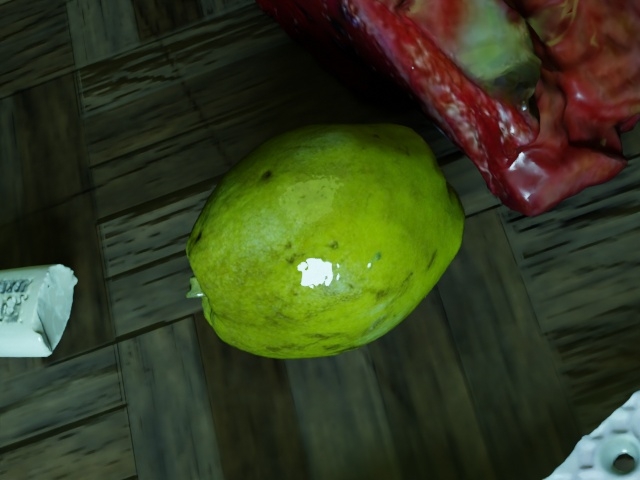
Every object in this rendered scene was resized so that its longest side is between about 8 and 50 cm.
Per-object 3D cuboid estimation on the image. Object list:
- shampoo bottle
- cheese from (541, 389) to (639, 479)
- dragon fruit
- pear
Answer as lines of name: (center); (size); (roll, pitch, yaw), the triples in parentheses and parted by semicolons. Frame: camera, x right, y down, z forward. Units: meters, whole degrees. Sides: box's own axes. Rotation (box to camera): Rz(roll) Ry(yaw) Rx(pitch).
shampoo bottle: (-0.195, 0.038, 0.836); (0.141, 0.034, 0.049); (-3, 61, 19)
cheese: (0.055, 0.151, 0.644); (0.255, 0.050, 0.127); (-39, 51, -10)
dragon fruit: (0.075, -0.203, 0.793); (0.286, 0.228, 0.329); (-30, 48, -5)
pear: (0.000, 0.000, 0.742); (0.131, 0.107, 0.107); (-27, 50, -5)
